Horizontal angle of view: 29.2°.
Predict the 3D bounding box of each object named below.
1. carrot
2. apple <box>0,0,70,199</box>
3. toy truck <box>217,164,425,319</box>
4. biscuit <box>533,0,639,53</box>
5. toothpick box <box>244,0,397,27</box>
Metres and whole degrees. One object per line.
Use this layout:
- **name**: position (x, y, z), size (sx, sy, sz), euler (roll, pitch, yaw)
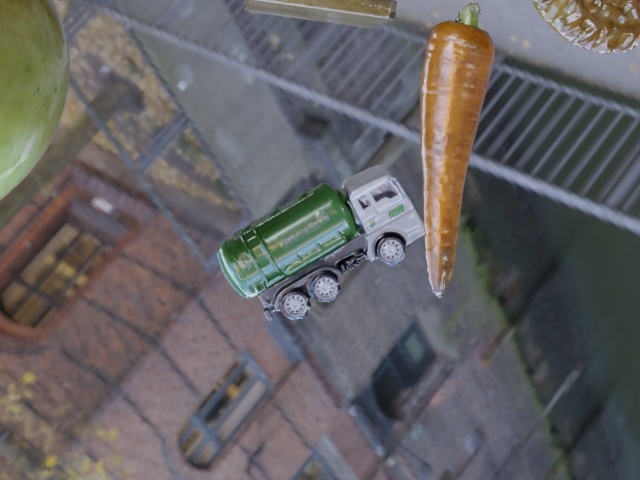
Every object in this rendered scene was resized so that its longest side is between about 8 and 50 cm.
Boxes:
- **carrot**: position (0.111, -0.079, 1.073), size (0.061, 0.256, 0.061), euler (7, -177, 0)
- **apple**: position (-0.395, -0.163, 1.110), size (0.319, 0.319, 0.277), euler (34, 171, 17)
- **toy truck**: position (0.000, 0.000, 1.494), size (0.125, 0.242, 0.101), euler (61, 180, -14)
- **biscuit**: position (0.272, -0.296, 0.997), size (0.038, 0.305, 0.305), euler (31, 162, 43)
- **toothpick box**: position (0.008, -0.444, 1.595), size (0.190, 0.308, 0.187), euler (5, -175, -5)
